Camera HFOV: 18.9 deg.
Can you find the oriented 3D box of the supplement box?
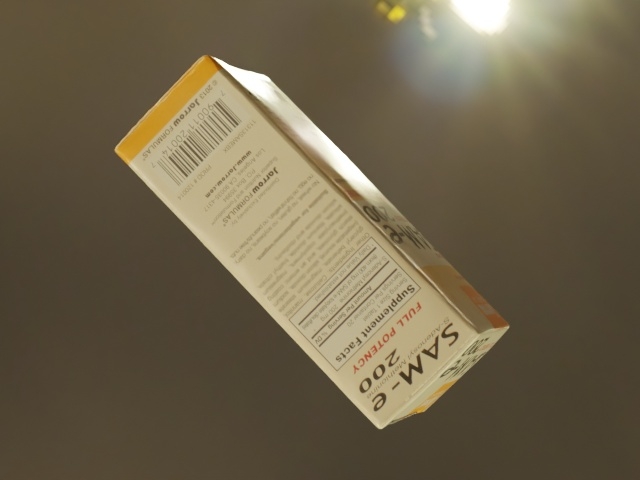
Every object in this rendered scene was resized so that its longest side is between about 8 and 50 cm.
[{"bbox_3d":[0.000,0.000,0.497,0.098,0.036,0.062,46,-171,9],"label":"supplement box"}]
